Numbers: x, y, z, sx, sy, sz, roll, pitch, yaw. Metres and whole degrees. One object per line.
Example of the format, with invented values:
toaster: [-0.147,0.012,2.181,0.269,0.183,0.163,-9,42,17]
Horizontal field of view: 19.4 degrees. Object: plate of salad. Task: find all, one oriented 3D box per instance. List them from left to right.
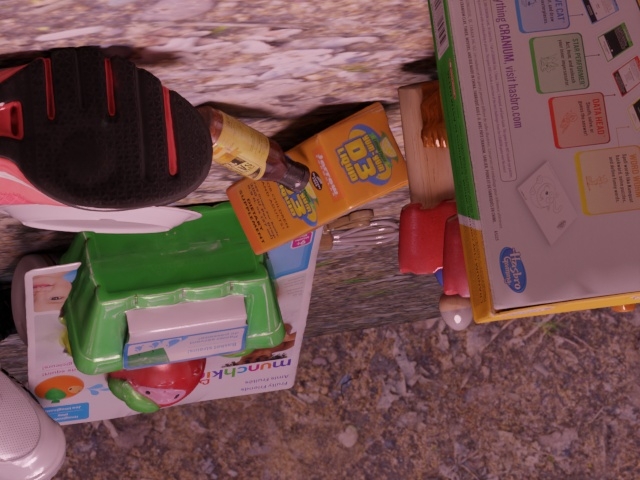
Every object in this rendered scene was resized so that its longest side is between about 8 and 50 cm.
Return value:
plate of salad: [-0.213,-0.036,1.800,0.200,0.048,0.200,2,175,0]

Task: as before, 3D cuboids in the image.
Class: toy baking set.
toy baking set: [-0.007,0.001,2.281,0.196,0.030,0.256,-11,171,19]

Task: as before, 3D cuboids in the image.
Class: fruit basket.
fruit basket: [-0.167,0.112,2.100,0.327,0.165,0.353,-8,142,-14]

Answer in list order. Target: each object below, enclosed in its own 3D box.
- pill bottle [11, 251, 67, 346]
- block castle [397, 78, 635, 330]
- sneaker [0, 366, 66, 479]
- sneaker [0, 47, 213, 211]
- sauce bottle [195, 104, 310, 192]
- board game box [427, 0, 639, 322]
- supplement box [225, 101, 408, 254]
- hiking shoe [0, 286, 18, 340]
pill bottle: [-0.260,0.067,2.213,0.186,0.112,0.112,-2,170,-31]
block castle: [0.290,-0.044,1.443,0.453,0.213,0.303,-8,-176,-7]
sneaker: [-0.434,0.140,2.024,0.366,0.137,0.210,34,160,0]
sneaker: [-0.238,-0.080,1.373,0.314,0.116,0.136,2,179,-15]
sauce bottle: [-0.060,-0.074,1.589,0.042,0.042,0.128,-15,149,42]
board game box: [0.244,-0.083,1.254,0.316,0.242,0.064,-6,173,-6]
supplement box: [-0.004,-0.053,1.715,0.080,0.078,0.233,-25,179,-27]
hiking shoe: [-0.440,0.097,2.333,0.114,0.086,0.227,-13,171,13]
